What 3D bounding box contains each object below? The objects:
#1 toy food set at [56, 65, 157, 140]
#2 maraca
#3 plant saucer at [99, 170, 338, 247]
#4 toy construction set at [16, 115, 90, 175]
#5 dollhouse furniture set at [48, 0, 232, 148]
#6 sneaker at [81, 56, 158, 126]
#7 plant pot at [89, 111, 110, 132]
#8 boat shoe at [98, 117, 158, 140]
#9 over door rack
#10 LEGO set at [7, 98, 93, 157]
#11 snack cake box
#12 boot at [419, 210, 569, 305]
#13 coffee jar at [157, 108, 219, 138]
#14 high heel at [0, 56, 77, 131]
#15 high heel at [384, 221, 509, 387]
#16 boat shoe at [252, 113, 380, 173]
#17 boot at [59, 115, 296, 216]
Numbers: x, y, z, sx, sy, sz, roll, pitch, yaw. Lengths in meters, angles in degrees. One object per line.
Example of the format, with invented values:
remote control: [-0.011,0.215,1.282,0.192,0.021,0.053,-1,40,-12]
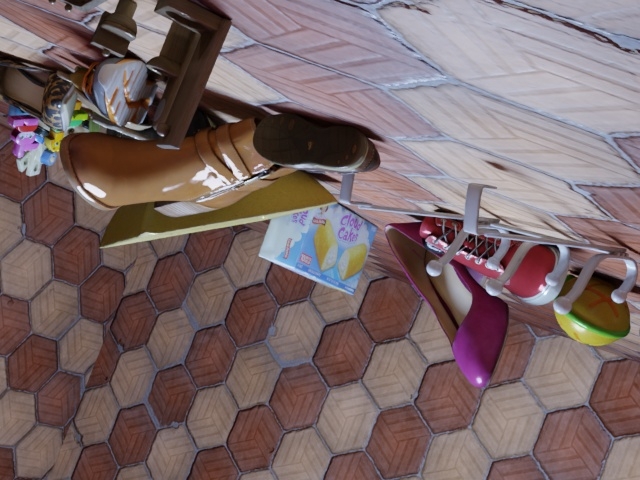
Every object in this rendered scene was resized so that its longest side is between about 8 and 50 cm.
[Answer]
toy food set: [-0.293,-0.201,1.563,0.132,0.039,0.192,20,-164,-37]
maraca: [0.420,0.100,1.716,0.127,0.099,0.186,24,-158,-4]
plant saucer: [-0.186,-0.060,1.856,0.332,0.081,0.332,-11,180,-24]
toy construction set: [-0.482,-0.193,2.251,0.327,0.151,0.215,9,174,12]
dollhouse furniture set: [-0.191,-0.170,1.004,0.151,0.123,0.144,23,176,-23]
sneaker: [-0.269,-0.196,1.412,0.083,0.084,0.215,26,177,-1]
plant pot: [-0.341,-0.197,1.897,0.079,0.083,0.083,2,165,38]
boat shoe: [-0.249,-0.141,1.747,0.095,0.112,0.335,-3,-177,11]
over door rack: [0.199,0.005,1.350,0.324,0.108,0.239,20,177,-40]
LEGO set: [-0.462,-0.189,1.910,0.087,0.093,0.227,33,-152,34]
snack cake box: [0.000,0.000,2.151,0.089,0.152,0.264,19,176,30]
boot: [0.239,0.017,1.598,0.176,0.088,0.244,24,179,-18]
coffee jar: [-0.172,-0.132,1.631,0.079,0.096,0.184,-19,165,13]
high heel: [-0.485,-0.244,1.765,0.186,0.093,0.261,16,-173,-14]
high heel: [0.184,0.094,1.718,0.181,0.127,0.377,18,-157,-7]
boat shoe: [-0.006,-0.108,1.313,0.178,0.064,0.060,14,172,39]
boot: [-0.173,-0.103,1.422,0.220,0.109,0.283,-17,156,28]
